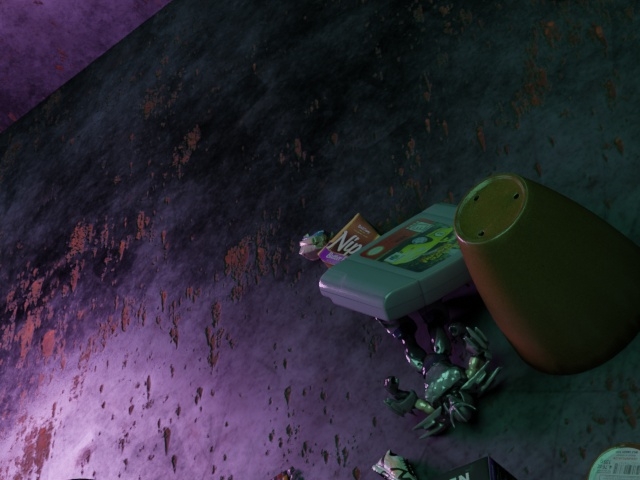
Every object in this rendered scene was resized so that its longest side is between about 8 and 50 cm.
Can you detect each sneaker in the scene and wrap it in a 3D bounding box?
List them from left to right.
[{"bbox_3d":[0.119,0.341,1.732,0.044,0.040,0.109,-53,35,-10],"label":"sneaker"}]

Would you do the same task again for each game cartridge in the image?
[{"bbox_3d":[0.165,0.027,1.859,0.294,0.060,0.196,-31,30,-29],"label":"game cartridge"}]

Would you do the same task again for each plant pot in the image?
[{"bbox_3d":[0.306,0.025,1.650,0.237,0.254,0.237,-27,41,26],"label":"plant pot"}]

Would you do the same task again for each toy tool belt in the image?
[{"bbox_3d":[0.000,0.000,2.178,0.083,0.052,0.051,-20,52,34],"label":"toy tool belt"}]

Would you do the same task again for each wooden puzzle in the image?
[{"bbox_3d":[-0.069,0.403,1.904,0.083,0.006,0.049,-35,37,19],"label":"wooden puzzle"}]

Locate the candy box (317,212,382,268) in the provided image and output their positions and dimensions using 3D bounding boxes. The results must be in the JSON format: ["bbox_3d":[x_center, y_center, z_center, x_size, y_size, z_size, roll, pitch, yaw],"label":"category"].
[{"bbox_3d":[0.079,0.040,2.053,0.109,0.053,0.187,-45,36,5],"label":"candy box"}]

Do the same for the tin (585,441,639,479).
[{"bbox_3d":[0.372,0.341,1.467,0.106,0.040,0.190,-11,49,46],"label":"tin"}]

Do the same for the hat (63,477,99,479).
[{"bbox_3d":[-0.407,0.562,1.967,0.331,0.331,0.134,-55,-2,-9],"label":"hat"}]

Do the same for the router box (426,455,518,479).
[{"bbox_3d":[0.185,0.361,1.562,0.179,0.133,0.046,-28,40,26],"label":"router box"}]

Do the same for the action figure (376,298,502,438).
[{"bbox_3d":[0.167,0.178,1.791,0.185,0.099,0.285,-35,40,9],"label":"action figure"}]
